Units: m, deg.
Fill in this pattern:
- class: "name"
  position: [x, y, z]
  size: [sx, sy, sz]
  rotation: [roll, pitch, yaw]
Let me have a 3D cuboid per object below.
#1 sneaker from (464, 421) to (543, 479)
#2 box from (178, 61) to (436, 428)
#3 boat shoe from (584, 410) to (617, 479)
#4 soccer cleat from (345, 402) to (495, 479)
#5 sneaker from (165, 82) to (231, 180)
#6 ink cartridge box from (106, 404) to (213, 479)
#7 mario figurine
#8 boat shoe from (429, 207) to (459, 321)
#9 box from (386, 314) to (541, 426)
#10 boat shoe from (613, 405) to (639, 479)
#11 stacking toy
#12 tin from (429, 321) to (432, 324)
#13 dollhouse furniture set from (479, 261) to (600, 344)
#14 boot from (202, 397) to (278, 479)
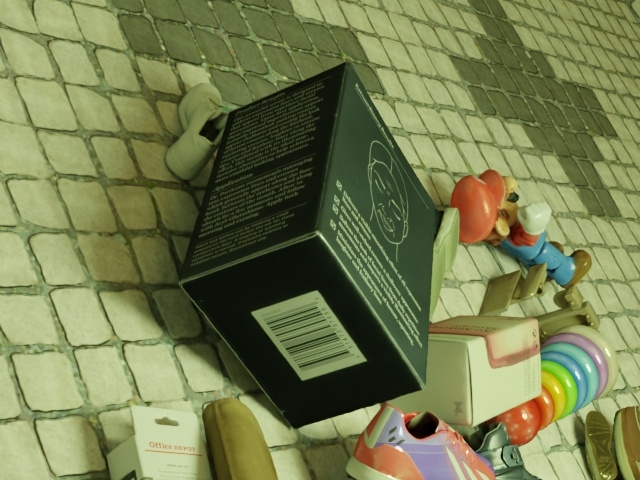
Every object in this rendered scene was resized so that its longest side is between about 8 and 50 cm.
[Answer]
- class: "sneaker"
  position: [0.310, 0.359, 1.949]
  size: [0.226, 0.086, 0.163]
  rotation: [6, 56, -47]
- class: "box"
  position: [0.000, 0.000, 1.734]
  size: [0.293, 0.212, 0.395]
  rotation: [56, 27, -30]
- class: "boat shoe"
  position: [0.481, 0.363, 2.195]
  size: [0.050, 0.045, 0.135]
  rotation: [10, 52, -11]
- class: "soccer cleat"
  position: [0.160, 0.294, 1.734]
  size: [0.108, 0.116, 0.318]
  rotation: [25, 6, 39]
- class: "sneaker"
  position: [-0.166, -0.180, 1.891]
  size: [0.080, 0.094, 0.212]
  rotation: [35, 35, -22]
- class: "ink cartridge box"
  position: [-0.178, 0.285, 1.440]
  size: [0.104, 0.060, 0.180]
  rotation: [15, 47, -42]
- class: "mario figurine"
  position: [0.378, -0.041, 2.344]
  size: [0.320, 0.198, 0.170]
  rotation: [33, 49, -34]
- class: "boat shoe"
  position: [0.135, 0.035, 1.976]
  size: [0.340, 0.113, 0.127]
  rotation: [-59, 150, -56]
- class: "box"
  position: [0.219, 0.192, 1.911]
  size: [0.232, 0.148, 0.127]
  rotation: [-9, 98, -55]
- class: "boat shoe"
  position: [0.591, 0.435, 2.165]
  size: [0.122, 0.120, 0.324]
  rotation: [49, 27, -51]
- class: "stacking toy"
  position: [0.373, 0.254, 2.114]
  size: [0.330, 0.141, 0.141]
  rotation: [-23, 77, -50]
- class: "tin"
  position: [0.114, 0.110, 2.003]
  size: [0.190, 0.040, 0.106]
  rotation: [54, 36, 5]
- class: "dollhouse furniture set"
  position: [0.393, 0.139, 2.245]
  size: [0.151, 0.144, 0.123]
  rotation: [57, 34, -18]
- class: "boot"
  position: [-0.058, 0.349, 1.477]
  size: [0.269, 0.089, 0.236]
  rotation: [-114, -173, -56]
